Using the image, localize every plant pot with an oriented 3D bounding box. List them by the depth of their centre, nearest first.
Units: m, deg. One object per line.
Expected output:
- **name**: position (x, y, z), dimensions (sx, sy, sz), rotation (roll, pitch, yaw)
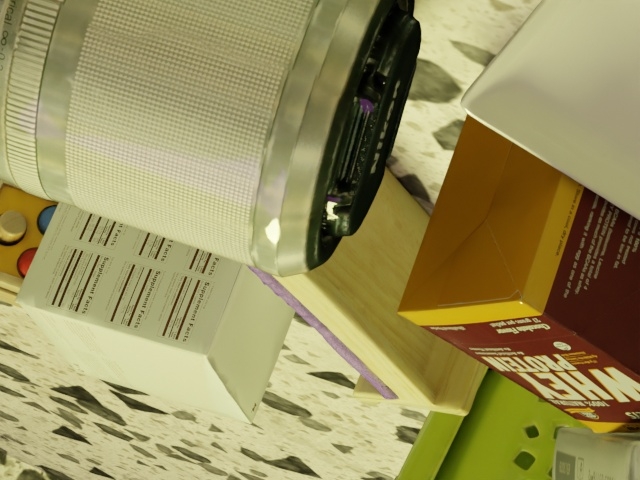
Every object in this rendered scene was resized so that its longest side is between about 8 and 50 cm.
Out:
- **plant pot**: position (0.200, 0.244, 1.744), dimensions (0.207, 0.227, 0.228), rotation (23, 162, 16)

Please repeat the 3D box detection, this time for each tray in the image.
- **tray**: position (0.229, -0.077, 1.066), dimensions (0.270, 0.145, 0.030), rotation (30, -157, -23)

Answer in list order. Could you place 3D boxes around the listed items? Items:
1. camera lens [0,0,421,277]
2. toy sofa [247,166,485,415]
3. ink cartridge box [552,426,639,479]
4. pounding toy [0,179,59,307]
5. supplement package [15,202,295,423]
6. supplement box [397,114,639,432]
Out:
- **camera lens**: position (-0.087, -0.112, 1.099), dimensions (0.274, 0.219, 0.219), rotation (18, 160, 8)
- **toy sofa**: position (0.000, 0.000, 1.405), dimensions (0.177, 0.150, 0.362), rotation (6, 155, 34)
- **ink cartridge box**: position (0.384, 0.186, 1.271), dimensions (0.385, 0.091, 0.308), rotation (2, 175, -1)
- **pounding toy**: position (-0.314, 0.005, 1.756), dimensions (0.141, 0.130, 0.100), rotation (20, 160, 4)
- **supplement package**: position (-0.154, 0.059, 1.706), dimensions (0.203, 0.149, 0.194), rotation (14, 159, 18)
- **supplement box**: position (0.189, 0.005, 1.168), dimensions (0.194, 0.191, 0.129), rotation (31, 158, -28)
